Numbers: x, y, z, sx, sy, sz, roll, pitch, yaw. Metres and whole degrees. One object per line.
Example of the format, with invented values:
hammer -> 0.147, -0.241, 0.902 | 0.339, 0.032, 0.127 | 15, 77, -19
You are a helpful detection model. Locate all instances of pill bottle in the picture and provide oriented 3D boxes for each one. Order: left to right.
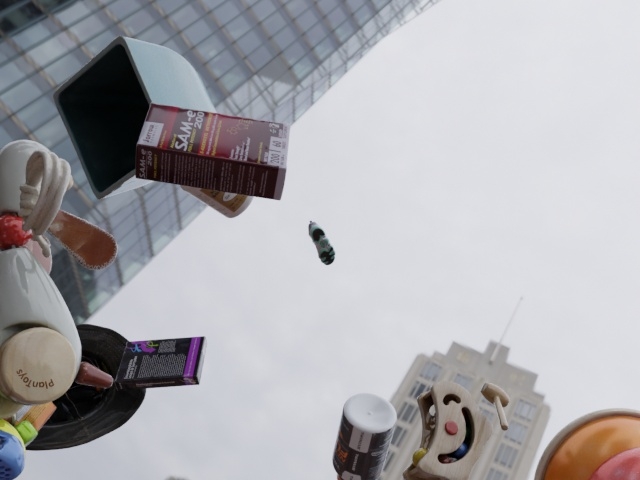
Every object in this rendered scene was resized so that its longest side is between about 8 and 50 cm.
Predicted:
pill bottle -> -0.284, -0.164, 1.929 | 0.131, 0.131, 0.229 | -16, -39, 44
pill bottle -> 0.100, 0.500, 1.842 | 0.130, 0.130, 0.245 | 22, -55, 19

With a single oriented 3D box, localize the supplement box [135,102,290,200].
supplement box -> -0.174, -0.149, 1.260 | 0.239, 0.130, 0.073 | 8, -48, -6

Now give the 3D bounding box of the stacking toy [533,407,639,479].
stacking toy -> 0.613, 0.519, 1.361 | 0.350, 0.350, 0.480 | 41, -1, -2

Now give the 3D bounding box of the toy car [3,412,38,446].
toy car -> -0.532, 0.286, 1.066 | 0.155, 0.188, 0.149 | 48, -59, 1

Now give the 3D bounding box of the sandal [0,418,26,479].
sandal -> -0.456, 0.247, 0.746 | 0.126, 0.317, 0.138 | -61, -138, 39

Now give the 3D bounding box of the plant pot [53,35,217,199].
plant pot -> -0.353, -0.260, 1.605 | 0.247, 0.252, 0.247 | -27, -95, 34

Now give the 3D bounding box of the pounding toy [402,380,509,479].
pounding toy -> 0.271, 0.363, 1.523 | 0.154, 0.269, 0.155 | 38, -37, 4

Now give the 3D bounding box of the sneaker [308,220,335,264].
sneaker -> 0.000, 0.000, 1.605 | 0.069, 0.038, 0.098 | -121, -169, -61

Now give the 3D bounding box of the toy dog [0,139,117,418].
toy dog -> -0.314, 0.057, 0.903 | 0.161, 0.333, 0.220 | 13, -1, -42

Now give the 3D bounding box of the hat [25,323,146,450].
hat -> -0.516, 0.316, 1.512 | 0.331, 0.331, 0.134 | 27, -49, 14

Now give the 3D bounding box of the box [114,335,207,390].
box -> -0.309, 0.239, 1.484 | 0.162, 0.116, 0.029 | -3, -56, 3

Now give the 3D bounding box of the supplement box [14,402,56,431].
supplement box -> -0.525, 0.229, 1.247 | 0.078, 0.080, 0.233 | 17, -37, 25
